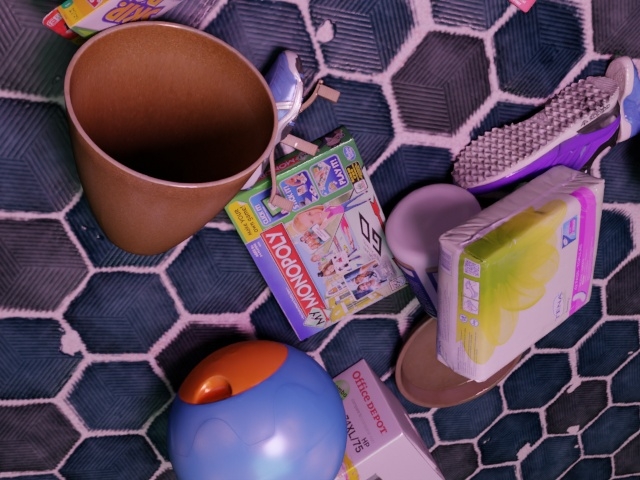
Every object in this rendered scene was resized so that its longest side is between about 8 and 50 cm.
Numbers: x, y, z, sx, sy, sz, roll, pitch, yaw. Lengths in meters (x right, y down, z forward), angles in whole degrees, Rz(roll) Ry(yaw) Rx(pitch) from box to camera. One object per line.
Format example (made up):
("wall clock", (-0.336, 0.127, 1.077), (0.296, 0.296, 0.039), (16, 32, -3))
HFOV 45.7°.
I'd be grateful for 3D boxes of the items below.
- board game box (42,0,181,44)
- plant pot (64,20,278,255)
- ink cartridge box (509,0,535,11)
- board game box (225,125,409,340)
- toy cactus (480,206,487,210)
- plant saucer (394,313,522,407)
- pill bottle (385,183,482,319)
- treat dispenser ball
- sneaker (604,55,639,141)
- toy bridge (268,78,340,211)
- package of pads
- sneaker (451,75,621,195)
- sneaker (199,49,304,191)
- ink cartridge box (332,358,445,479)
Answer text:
("board game box", (-0.186, -0.299, 0.869), (0.259, 0.124, 0.039), (-31, 90, 3))
("plant pot", (-0.201, -0.092, 0.940), (0.237, 0.237, 0.254), (1, 148, -22))
("ink cartridge box", (0.263, -0.433, 0.964), (0.158, 0.092, 0.218), (24, 114, -33))
("board game box", (0.000, 0.000, 1.197), (0.213, 0.046, 0.317), (-28, 129, -2))
("toy cactus", (0.344, -0.007, 1.304), (0.180, 0.112, 0.219), (18, 125, -20))
("plant saucer", (0.266, 0.209, 1.454), (0.278, 0.041, 0.278), (-11, 127, -15))
("pill bottle", (0.215, 0.043, 1.236), (0.153, 0.153, 0.264), (-31, 137, 1))
("treat dispenser ball", (-0.100, 0.304, 1.217), (0.288, 0.288, 0.288), (-11, 127, -15))
("sneaker", (0.510, -0.238, 1.223), (0.084, 0.058, 0.152), (-23, 126, -8))
("toy bridge", (-0.034, -0.138, 1.066), (0.063, 0.026, 0.188), (22, 93, -1))
("package of pads", (0.294, 0.049, 1.125), (0.296, 0.101, 0.229), (-27, 129, -32))
("sneaker", (0.356, -0.127, 1.211), (0.293, 0.102, 0.146), (-29, 130, 0))
("sneaker", (-0.091, -0.162, 1.023), (0.081, 0.080, 0.211), (18, 115, -30))
("ink cartridge box", (0.046, 0.402, 1.403), (0.270, 0.198, 0.197), (-35, 128, 3))
